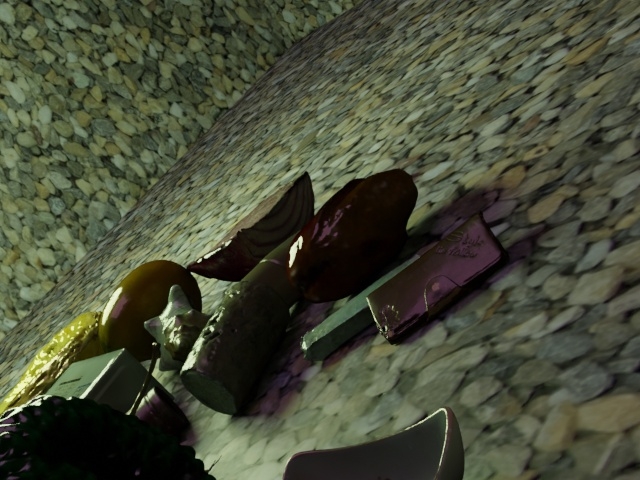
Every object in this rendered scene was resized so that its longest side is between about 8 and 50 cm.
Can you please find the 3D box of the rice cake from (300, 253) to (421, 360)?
[{"bbox_3d":[0.061,0.087,1.291,0.211,0.034,0.043,-36,26,16],"label":"rice cake"}]

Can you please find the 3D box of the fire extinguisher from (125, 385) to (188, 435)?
[{"bbox_3d":[-0.315,0.308,1.442,0.252,0.106,0.075,-42,21,-3],"label":"fire extinguisher"}]

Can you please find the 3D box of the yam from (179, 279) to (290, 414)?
[{"bbox_3d":[-0.121,0.153,1.409,0.107,0.107,0.194,-28,22,39],"label":"yam"}]

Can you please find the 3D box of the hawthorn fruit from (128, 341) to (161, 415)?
[{"bbox_3d":[-0.280,0.269,1.340,0.285,0.165,0.165,-58,20,-15],"label":"hawthorn fruit"}]

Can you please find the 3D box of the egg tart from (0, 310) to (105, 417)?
[{"bbox_3d":[-0.495,0.272,1.908,0.315,0.120,0.315,-45,12,12],"label":"egg tart"}]

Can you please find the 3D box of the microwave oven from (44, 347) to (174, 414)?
[{"bbox_3d":[-0.352,0.271,1.596,0.208,0.122,0.162,-19,27,52],"label":"microwave oven"}]

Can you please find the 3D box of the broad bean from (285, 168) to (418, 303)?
[{"bbox_3d":[0.050,-0.007,1.411,0.228,0.122,0.156,-41,-11,-21],"label":"broad bean"}]

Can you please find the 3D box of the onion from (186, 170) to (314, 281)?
[{"bbox_3d":[-0.105,0.007,1.748,0.250,0.111,0.247,-46,8,-36],"label":"onion"}]

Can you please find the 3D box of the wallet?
[{"bbox_3d":[0.136,0.044,1.202,0.176,0.026,0.095,-36,39,13],"label":"wallet"}]

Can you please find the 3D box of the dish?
[{"bbox_3d":[0.036,0.240,0.873,0.212,0.077,0.151,-27,20,40],"label":"dish"}]

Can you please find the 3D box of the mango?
[{"bbox_3d":[-0.287,0.119,1.724,0.254,0.139,0.175,-8,-70,-79],"label":"mango"}]

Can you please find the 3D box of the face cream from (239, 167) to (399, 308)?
[{"bbox_3d":[0.000,0.000,1.599,0.341,0.084,0.137,-45,5,-37],"label":"face cream"}]

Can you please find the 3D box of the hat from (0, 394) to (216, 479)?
[{"bbox_3d":[-0.288,0.339,1.082,0.332,0.274,0.242,-52,14,21],"label":"hat"}]

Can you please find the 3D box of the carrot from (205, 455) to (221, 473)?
[{"bbox_3d":[-0.227,0.356,1.200,0.298,0.078,0.078,-39,16,-3],"label":"carrot"}]

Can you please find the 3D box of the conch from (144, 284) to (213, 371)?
[{"bbox_3d":[-0.221,0.145,1.599,0.114,0.137,0.234,-28,20,-12],"label":"conch"}]
